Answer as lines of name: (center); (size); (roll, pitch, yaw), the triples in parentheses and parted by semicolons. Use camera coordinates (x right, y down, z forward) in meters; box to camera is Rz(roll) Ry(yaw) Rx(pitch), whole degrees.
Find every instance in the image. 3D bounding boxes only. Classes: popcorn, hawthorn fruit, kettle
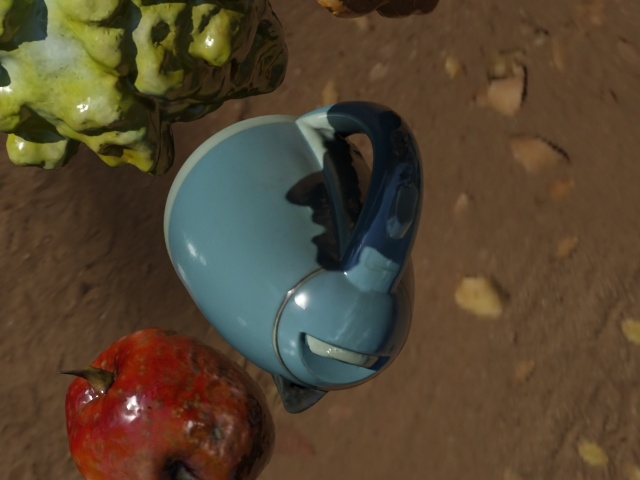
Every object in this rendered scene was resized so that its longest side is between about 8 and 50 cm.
popcorn: (-0.173, -0.192, 1.302); (0.312, 0.312, 0.312); (1, 102, 6)
hawthorn fruit: (-0.191, 0.236, 2.041); (0.258, 0.258, 0.262); (-36, 87, 11)
kettle: (0.000, 0.000, 1.691); (0.247, 0.342, 0.320); (16, 106, -23)

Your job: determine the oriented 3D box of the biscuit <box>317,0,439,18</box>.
biscuit: (0.027, -0.344, 1.700); (0.047, 0.333, 0.202); (8, 77, 42)
